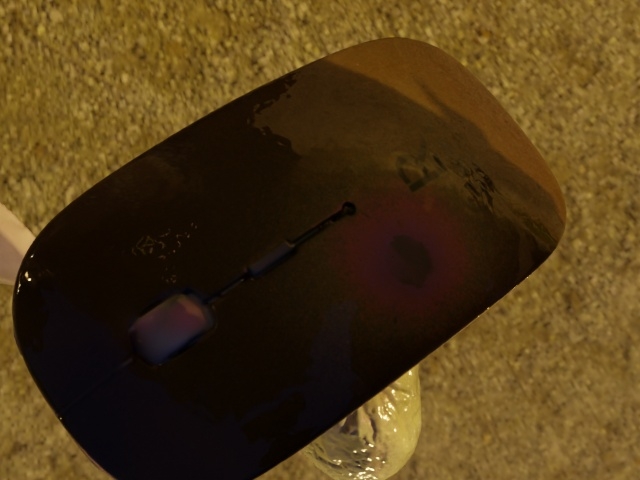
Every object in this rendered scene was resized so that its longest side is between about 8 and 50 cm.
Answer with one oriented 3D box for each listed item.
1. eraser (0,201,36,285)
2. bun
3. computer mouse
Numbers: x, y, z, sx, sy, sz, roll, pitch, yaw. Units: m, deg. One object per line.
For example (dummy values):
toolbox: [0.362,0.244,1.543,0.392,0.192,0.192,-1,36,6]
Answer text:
eraser: [-0.414,-0.011,1.245,0.243,0.059,0.204,27,142,11]
bun: [0.014,0.102,0.711,0.069,0.115,0.115,5,129,-38]
computer mouse: [0.000,0.000,0.554,0.310,0.158,0.072,-32,170,-28]
